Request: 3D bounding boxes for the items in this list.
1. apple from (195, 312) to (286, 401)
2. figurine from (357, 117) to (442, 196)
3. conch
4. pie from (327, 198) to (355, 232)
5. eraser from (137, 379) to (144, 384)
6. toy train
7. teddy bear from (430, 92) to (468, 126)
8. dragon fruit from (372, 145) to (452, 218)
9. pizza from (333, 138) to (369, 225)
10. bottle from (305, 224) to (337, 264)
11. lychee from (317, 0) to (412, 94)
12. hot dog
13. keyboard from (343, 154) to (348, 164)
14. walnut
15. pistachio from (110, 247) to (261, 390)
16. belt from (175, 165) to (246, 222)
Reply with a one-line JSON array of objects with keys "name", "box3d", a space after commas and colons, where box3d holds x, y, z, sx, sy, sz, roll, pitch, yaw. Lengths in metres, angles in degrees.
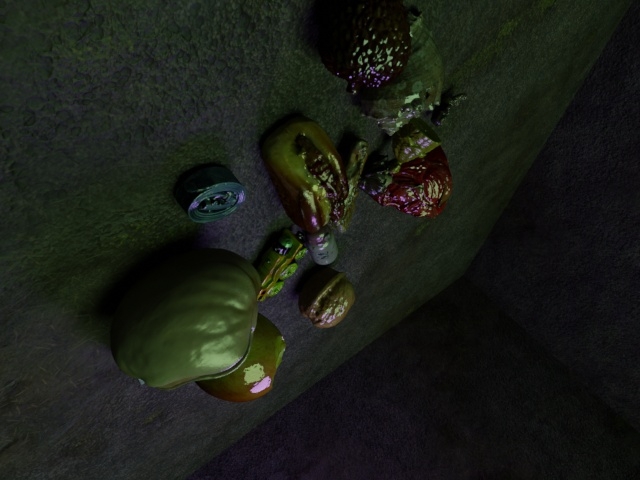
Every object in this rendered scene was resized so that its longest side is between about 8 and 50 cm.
[{"name": "apple", "box3d": [-0.300, 0.405, 1.898, 0.339, 0.339, 0.340, -35, 154, -20]}, {"name": "figurine", "box3d": [0.265, -0.285, 1.919, 0.167, 0.187, 0.315, 5, 133, -48]}, {"name": "conch", "box3d": [0.276, -0.478, 1.591, 0.297, 0.210, 0.352, -38, 161, -51]}, {"name": "pie", "box3d": [0.074, -0.117, 1.920, 0.163, 0.078, 0.194, -60, 153, -27]}, {"name": "eraser", "box3d": [-0.427, 0.274, 1.676, 0.396, 0.213, 0.082, -33, 133, -25]}, {"name": "toy train", "box3d": [-0.160, 0.090, 1.896, 0.160, 0.100, 0.296, -8, 137, -57]}, {"name": "teddy bear", "box3d": [0.466, -0.500, 1.996, 0.160, 0.078, 0.119, -47, -169, -11]}, {"name": "dragon fruit", "box3d": [0.357, -0.209, 2.193, 0.329, 0.303, 0.240, -19, -179, -16]}, {"name": "pizza", "box3d": [0.099, -0.196, 1.780, 0.189, 0.071, 0.297, -64, 167, -71]}, {"name": "bottle", "box3d": [0.000, 0.000, 2.002, 0.110, 0.110, 0.233, -40, 156, -11]}, {"name": "lychee", "box3d": [0.107, -0.485, 1.274, 0.235, 0.235, 0.272, -15, 118, -48]}, {"name": "hot dog", "box3d": [-0.025, -0.164, 1.574, 0.185, 0.223, 0.405, -37, 154, -9]}, {"name": "keyboard", "box3d": [0.080, -0.237, 1.874, 0.053, 0.010, 0.155, -16, 143, -45]}, {"name": "walnut", "box3d": [0.030, 0.240, 2.286, 0.257, 0.224, 0.257, -44, 159, -21]}, {"name": "pistachio", "box3d": [-0.354, 0.216, 1.484, 0.445, 0.365, 0.281, -39, 170, -14]}, {"name": "belt", "box3d": [-0.287, -0.121, 1.394, 0.190, 0.082, 0.141, -12, 143, -52]}]
